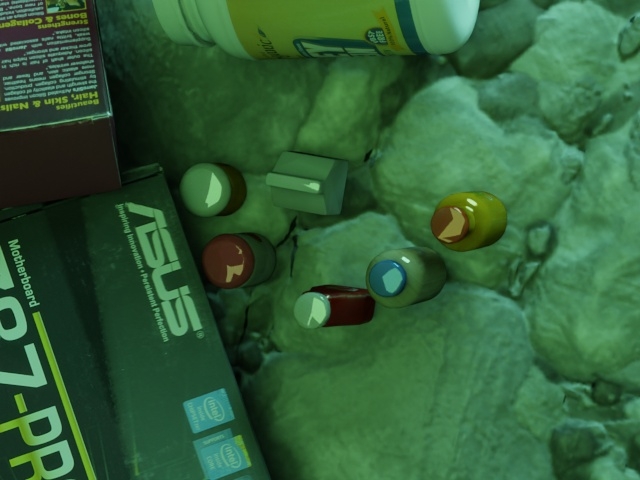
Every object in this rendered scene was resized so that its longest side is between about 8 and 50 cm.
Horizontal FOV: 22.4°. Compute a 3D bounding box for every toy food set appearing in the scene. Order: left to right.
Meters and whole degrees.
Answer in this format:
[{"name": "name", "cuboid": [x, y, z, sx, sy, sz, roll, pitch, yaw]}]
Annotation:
[{"name": "toy food set", "cuboid": [0.000, 0.000, 1.100, 0.232, 0.104, 0.111, 12, 95, 16]}]

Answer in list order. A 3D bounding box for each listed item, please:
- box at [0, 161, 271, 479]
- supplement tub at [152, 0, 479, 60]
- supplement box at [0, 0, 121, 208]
[{"name": "box", "cuboid": [-0.199, 0.180, 1.105, 0.318, 0.097, 0.395, -17, 86, -15]}, {"name": "supplement tub", "cuboid": [-0.002, -0.193, 1.074, 0.200, 0.144, 0.144, 0, 92, 18]}, {"name": "supplement box", "cuboid": [-0.200, -0.121, 1.111, 0.104, 0.081, 0.188, -9, 53, -6]}]
